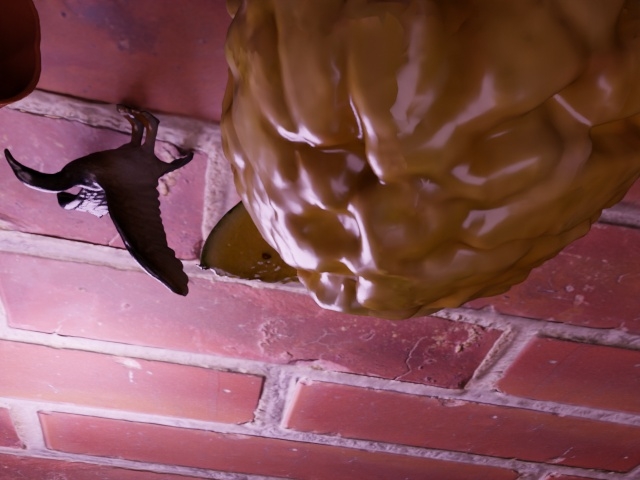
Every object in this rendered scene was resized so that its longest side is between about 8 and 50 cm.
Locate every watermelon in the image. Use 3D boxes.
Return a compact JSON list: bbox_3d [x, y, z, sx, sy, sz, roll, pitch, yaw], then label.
[{"bbox_3d":[0.000,0.000,0.754,0.301,0.129,0.123,2,139,-7],"label":"watermelon"}]

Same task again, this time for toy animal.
[{"bbox_3d":[-0.244,-0.078,0.673,0.272,0.160,0.197,15,160,45],"label":"toy animal"}]

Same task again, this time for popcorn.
[{"bbox_3d":[0.093,-0.109,0.483,0.344,0.390,0.354,-5,105,-15],"label":"popcorn"}]

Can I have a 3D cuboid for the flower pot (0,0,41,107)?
[{"bbox_3d":[-0.389,-0.183,0.562,0.173,0.191,0.190,-14,135,35],"label":"flower pot"}]
